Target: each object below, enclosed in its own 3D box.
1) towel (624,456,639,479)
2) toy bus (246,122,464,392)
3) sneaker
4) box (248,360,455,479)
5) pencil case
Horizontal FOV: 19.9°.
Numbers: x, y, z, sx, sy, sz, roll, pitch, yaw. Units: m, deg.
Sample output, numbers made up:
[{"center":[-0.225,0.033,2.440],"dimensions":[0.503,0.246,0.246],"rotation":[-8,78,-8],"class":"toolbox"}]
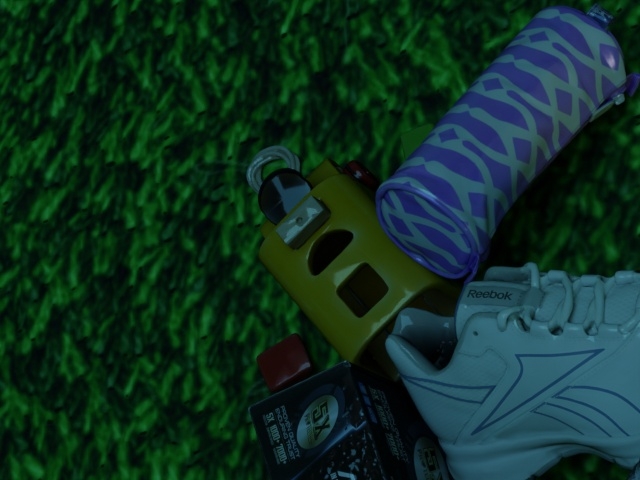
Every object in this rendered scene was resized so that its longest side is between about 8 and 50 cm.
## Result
[{"center":[0.269,0.205,0.932],"dimensions":[0.284,0.121,0.235],"rotation":[41,135,16],"class":"towel"},{"center":[0.011,0.004,1.275],"dimensions":[0.202,0.104,0.191],"rotation":[-3,73,25],"class":"toy bus"},{"center":[0.152,0.070,1.107],"dimensions":[0.297,0.129,0.111],"rotation":[-25,24,44],"class":"sneaker"},{"center":[0.042,0.185,1.181],"dimensions":[0.078,0.147,0.180],"rotation":[-27,64,18],"class":"box"},{"center":[0.125,-0.066,1.214],"dimensions":[0.088,0.086,0.206],"rotation":[41,66,6],"class":"pencil case"}]
